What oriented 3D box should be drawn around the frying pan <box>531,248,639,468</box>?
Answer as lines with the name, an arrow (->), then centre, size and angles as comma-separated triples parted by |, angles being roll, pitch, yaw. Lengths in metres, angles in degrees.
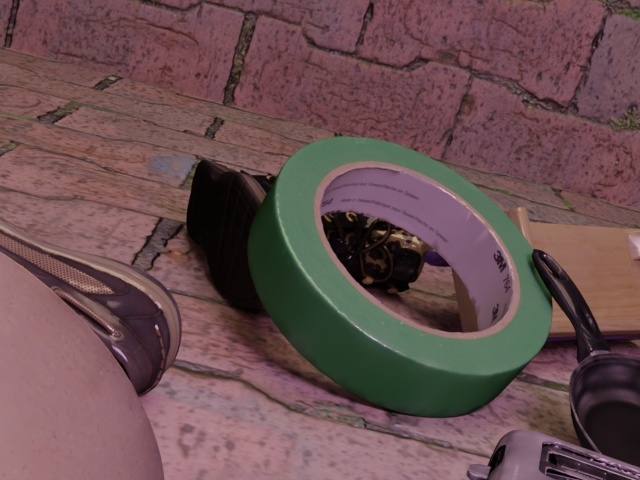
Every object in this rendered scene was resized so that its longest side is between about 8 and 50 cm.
frying pan -> 0.272, 0.145, 0.993 | 0.326, 0.053, 0.197 | 42, 38, 25

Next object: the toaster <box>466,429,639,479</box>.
toaster -> 0.169, 0.216, 0.659 | 0.185, 0.110, 0.168 | 18, 15, 12

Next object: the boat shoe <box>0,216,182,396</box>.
boat shoe -> -0.286, 0.042, 0.814 | 0.355, 0.132, 0.130 | 13, 14, -3

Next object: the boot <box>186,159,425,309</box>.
boot -> 0.000, 0.000, 1.291 | 0.284, 0.138, 0.377 | 10, 10, -21

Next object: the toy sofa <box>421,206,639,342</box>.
toy sofa -> 0.310, 0.059, 1.335 | 0.362, 0.150, 0.177 | 3, -17, -42

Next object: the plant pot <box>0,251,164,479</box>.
plant pot -> -0.200, 0.154, 0.303 | 0.256, 0.256, 0.274 | 14, 30, -2

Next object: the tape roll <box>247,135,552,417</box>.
tape roll -> 0.085, 0.028, 1.076 | 0.321, 0.077, 0.321 | 18, 41, -17
